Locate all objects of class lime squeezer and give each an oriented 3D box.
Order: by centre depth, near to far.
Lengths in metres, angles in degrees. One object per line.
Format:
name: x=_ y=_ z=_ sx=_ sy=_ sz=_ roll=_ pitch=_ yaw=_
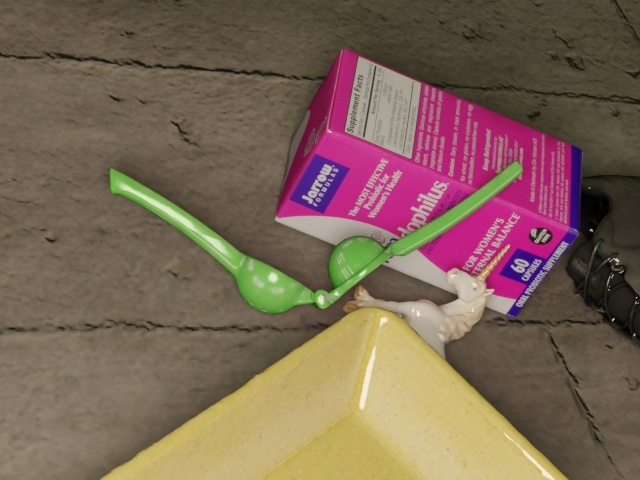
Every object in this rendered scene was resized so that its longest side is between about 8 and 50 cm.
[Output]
lime squeezer: x=0.000 y=0.000 z=1.246 sx=0.310 sy=0.059 sz=0.110 roll=-2 pitch=71 yaw=-5

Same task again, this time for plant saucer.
plant saucer: x=0.043 y=0.234 z=1.060 sx=0.333 sy=0.081 sz=0.332 roll=44 pitch=42 yaw=14

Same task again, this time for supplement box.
supplement box: x=0.088 y=-0.045 z=1.340 sx=0.220 sy=0.111 sz=0.114 roll=22 pitch=42 yaw=-9

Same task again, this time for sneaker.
sneaker: x=0.275 y=0.049 z=1.381 sx=0.130 sy=0.109 sz=0.286 roll=7 pitch=37 yaw=-17

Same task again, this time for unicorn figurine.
unicorn figurine: x=0.075 y=0.070 z=1.265 sx=0.111 sy=0.060 sz=0.162 roll=17 pitch=61 yaw=-13
